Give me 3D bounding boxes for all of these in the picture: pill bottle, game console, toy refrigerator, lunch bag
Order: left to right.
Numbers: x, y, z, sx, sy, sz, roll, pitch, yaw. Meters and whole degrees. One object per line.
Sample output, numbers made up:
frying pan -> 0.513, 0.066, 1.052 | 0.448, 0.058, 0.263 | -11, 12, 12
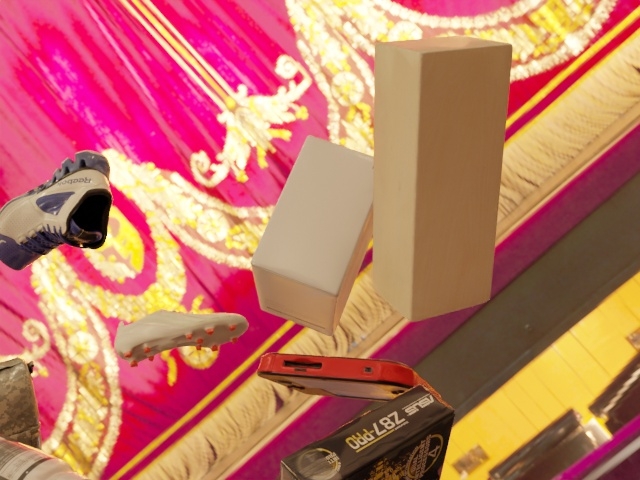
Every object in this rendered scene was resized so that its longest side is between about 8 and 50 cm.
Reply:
lunch bag -> -0.857, 0.441, 1.618 | 0.305, 0.256, 0.212 | -8, 14, -37
pill bottle -> -0.609, 0.510, 1.340 | 0.161, 0.283, 0.161 | -41, -43, -54
game console -> 0.072, 0.349, 1.585 | 0.342, 0.386, 0.060 | 48, -133, -55
toy refrigerator -> 0.115, -0.063, 0.668 | 0.102, 0.269, 0.094 | -12, 26, -22

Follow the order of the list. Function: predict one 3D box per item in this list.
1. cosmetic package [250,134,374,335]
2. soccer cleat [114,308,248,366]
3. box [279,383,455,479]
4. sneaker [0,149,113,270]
cosmetic package -> 0.000, 0.000, 1.022 | 0.225, 0.138, 0.224 | 95, -164, -67
soccer cleat -> -0.208, 0.129, 0.976 | 0.196, 0.076, 0.068 | -11, -40, -10
box -> 0.068, 0.474, 1.132 | 0.318, 0.097, 0.395 | -15, -55, -34
sneaker -> -0.556, -0.035, 1.380 | 0.315, 0.182, 0.127 | -41, -40, 7
